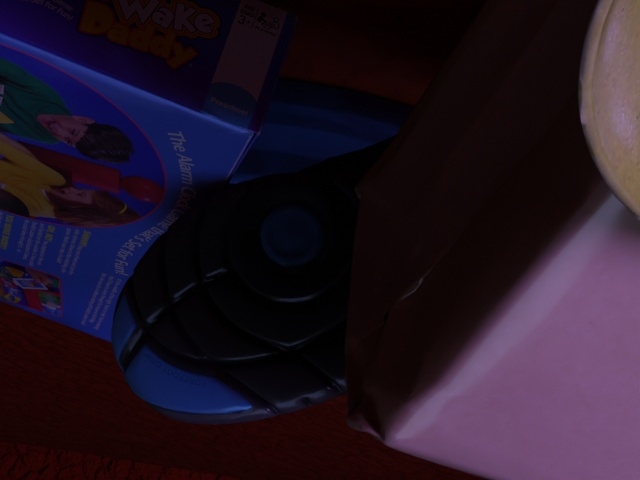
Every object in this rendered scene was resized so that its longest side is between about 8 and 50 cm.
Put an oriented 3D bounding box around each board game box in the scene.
[{"bbox_3d":[-0.179,-0.059,0.752,0.233,0.078,0.347,22,152,-10],"label":"board game box"}]

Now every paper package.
[{"bbox_3d":[0.221,-0.020,0.486,0.325,0.168,0.309,21,127,-18],"label":"paper package"}]

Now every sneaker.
[{"bbox_3d":[0.050,0.000,0.687,0.341,0.125,0.139,-28,169,3],"label":"sneaker"}]

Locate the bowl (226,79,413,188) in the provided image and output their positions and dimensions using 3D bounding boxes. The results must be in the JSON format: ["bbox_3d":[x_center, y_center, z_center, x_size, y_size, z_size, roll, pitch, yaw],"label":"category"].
[{"bbox_3d":[0.000,0.000,0.981,0.391,0.077,0.391,11,160,4],"label":"bowl"}]

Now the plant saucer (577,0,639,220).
[{"bbox_3d":[0.179,-0.059,0.283,0.241,0.037,0.241,0,148,0],"label":"plant saucer"}]
